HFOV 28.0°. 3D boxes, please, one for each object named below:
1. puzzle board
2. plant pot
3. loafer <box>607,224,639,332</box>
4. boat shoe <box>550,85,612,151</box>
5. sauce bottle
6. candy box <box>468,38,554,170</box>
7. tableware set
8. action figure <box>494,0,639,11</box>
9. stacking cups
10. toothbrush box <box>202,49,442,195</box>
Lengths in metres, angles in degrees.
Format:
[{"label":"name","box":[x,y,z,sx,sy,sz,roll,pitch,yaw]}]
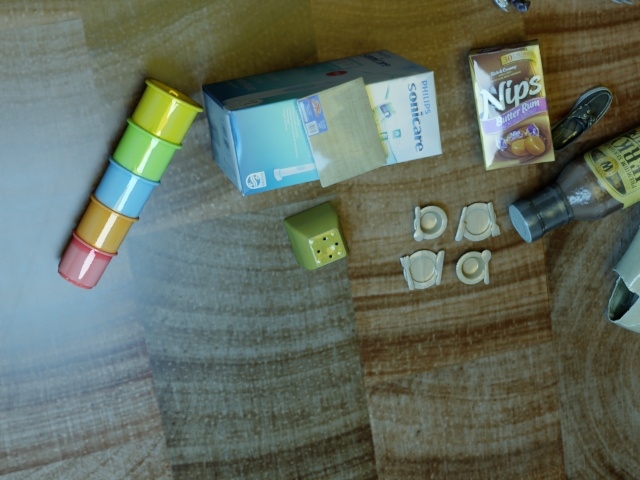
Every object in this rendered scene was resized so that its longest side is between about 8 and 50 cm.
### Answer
[{"label":"puzzle board","box":[0.029,-0.147,1.737,0.096,0.011,0.128,-20,109,-8]},{"label":"plant pot","box":[0.000,0.000,1.963,0.081,0.083,0.081,-22,110,-7]},{"label":"loafer","box":[0.531,0.043,2.093,0.092,0.102,0.268,-4,120,-13]},{"label":"boat shoe","box":[0.413,-0.189,2.043,0.142,0.040,0.049,-42,111,0]},{"label":"sauce bottle","box":[0.466,-0.100,2.046,0.344,0.111,0.111,-28,111,-7]},{"label":"candy box","box":[0.295,-0.209,1.982,0.109,0.053,0.186,-8,108,11]},{"label":"tableware set","box":[0.209,0.009,2.057,0.169,0.020,0.141,-3,106,-14]},{"label":"action figure","box":[0.347,-0.394,1.901,0.285,0.185,0.099,-2,93,-22]},{"label":"stacking cups","box":[-0.284,-0.076,1.857,0.096,0.096,0.316,27,97,-21]},{"label":"toothbrush box","box":[-0.001,-0.175,1.842,0.295,0.216,0.126,-11,109,-11]}]
